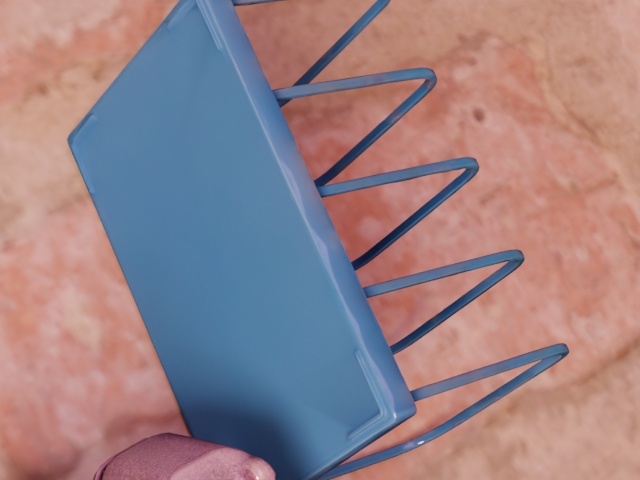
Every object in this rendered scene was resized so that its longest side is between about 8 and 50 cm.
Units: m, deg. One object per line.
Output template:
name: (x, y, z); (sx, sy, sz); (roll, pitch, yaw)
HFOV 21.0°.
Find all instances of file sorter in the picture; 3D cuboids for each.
file sorter: (0.000, 0.000, 0.657); (0.104, 0.118, 0.170); (-13, 72, -37)

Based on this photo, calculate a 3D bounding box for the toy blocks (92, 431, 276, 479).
toy blocks: (-0.039, 0.204, 0.433); (0.309, 0.260, 0.288); (-28, 81, -37)
